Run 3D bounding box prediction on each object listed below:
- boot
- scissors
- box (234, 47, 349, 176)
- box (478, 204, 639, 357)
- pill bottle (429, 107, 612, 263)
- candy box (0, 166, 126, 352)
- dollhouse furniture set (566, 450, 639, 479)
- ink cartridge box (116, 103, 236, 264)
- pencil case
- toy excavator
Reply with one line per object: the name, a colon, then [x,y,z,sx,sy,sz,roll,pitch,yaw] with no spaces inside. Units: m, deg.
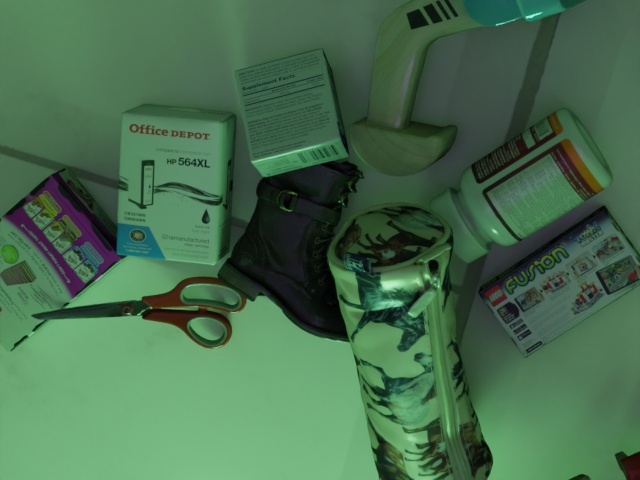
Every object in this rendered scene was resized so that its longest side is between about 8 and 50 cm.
boot: [0.000,0.000,1.946,0.263,0.091,0.229,27,101,0]
scissors: [-0.256,0.087,2.013,0.297,0.021,0.109,10,111,-6]
box: [-0.038,-0.170,1.891,0.126,0.072,0.137,-13,72,9]
box: [0.331,0.057,1.917,0.207,0.036,0.114,-34,94,16]
pill bottle: [0.261,-0.068,1.859,0.221,0.121,0.121,-33,94,17]
candy box: [-0.408,0.028,2.039,0.233,0.071,0.159,-38,93,15]
dollhouse furniture set: [0.353,0.411,1.872,0.374,0.152,0.201,-22,80,4]
ink cartridge box: [-0.201,-0.080,1.967,0.148,0.086,0.203,5,104,10]
pencil case: [0.125,0.164,1.875,0.160,0.183,0.410,-20,115,-15]
toy excavator: [0.201,-0.334,1.794,0.445,0.222,0.433,-14,100,28]
